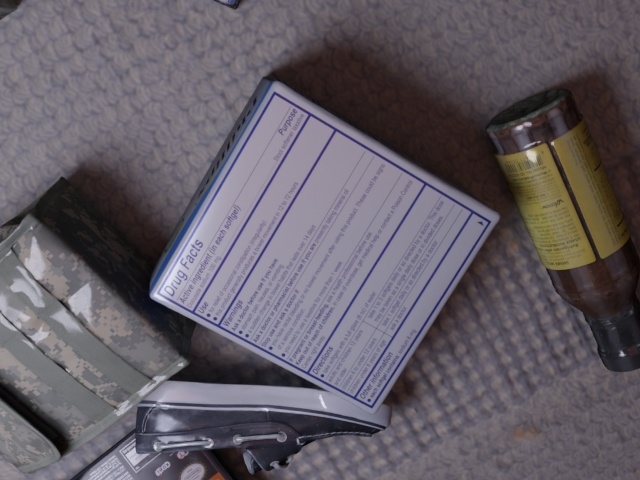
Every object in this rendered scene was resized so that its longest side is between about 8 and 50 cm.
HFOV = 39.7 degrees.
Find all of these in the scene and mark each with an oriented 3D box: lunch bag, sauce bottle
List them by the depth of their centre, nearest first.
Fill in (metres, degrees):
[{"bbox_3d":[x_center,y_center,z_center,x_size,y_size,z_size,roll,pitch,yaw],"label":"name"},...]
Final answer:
[{"bbox_3d":[-0.322,0.113,0.984,0.287,0.169,0.235,-38,107,12],"label":"lunch bag"},{"bbox_3d":[0.305,-0.003,1.043,0.111,0.111,0.344,-25,105,1],"label":"sauce bottle"}]

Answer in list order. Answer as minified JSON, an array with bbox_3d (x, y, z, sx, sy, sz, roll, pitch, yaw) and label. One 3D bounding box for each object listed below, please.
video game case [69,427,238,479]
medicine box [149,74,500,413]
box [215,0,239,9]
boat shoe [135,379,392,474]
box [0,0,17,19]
[{"bbox_3d":[-0.211,0.375,1.070,0.275,0.035,0.248,-38,87,-5],"label":"video game case"},{"bbox_3d":[0.000,0.000,0.993,0.289,0.149,0.263,30,99,-11],"label":"medicine box"},{"bbox_3d":[-0.107,-0.334,0.965,0.094,0.027,0.137,23,100,-9],"label":"box"},{"bbox_3d":[-0.066,0.223,1.041,0.302,0.108,0.102,6,76,-11],"label":"boat shoe"},{"bbox_3d":[-0.486,-0.206,0.900,0.311,0.148,0.121,-32,103,1],"label":"box"}]
